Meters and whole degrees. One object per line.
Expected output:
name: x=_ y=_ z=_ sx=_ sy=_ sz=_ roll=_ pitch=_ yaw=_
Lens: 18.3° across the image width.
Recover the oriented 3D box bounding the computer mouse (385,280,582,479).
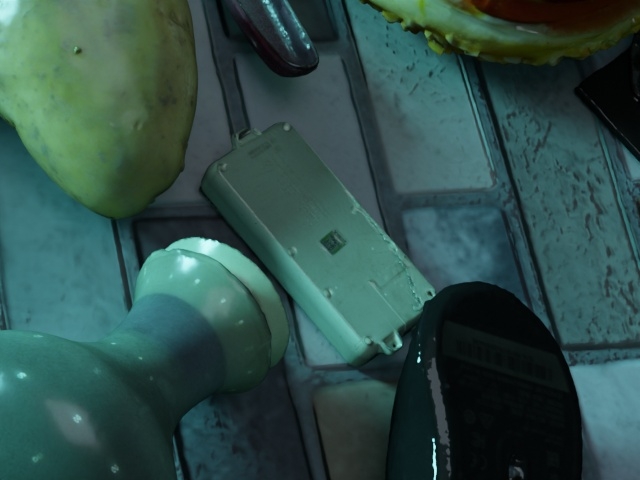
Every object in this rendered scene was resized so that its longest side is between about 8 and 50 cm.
computer mouse: x=0.101 y=0.162 z=1.308 sx=0.147 sy=0.088 sz=0.264 roll=20 pitch=55 yaw=-29

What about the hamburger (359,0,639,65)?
hamburger: x=0.153 y=-0.299 z=1.488 sx=0.330 sy=0.250 sz=0.330 roll=10 pitch=61 yaw=-19

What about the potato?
potato: x=-0.157 y=-0.134 z=1.361 sx=0.161 sy=0.128 sz=0.235 roll=-36 pitch=83 yaw=-16

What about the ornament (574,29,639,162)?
ornament: x=0.321 y=-0.149 z=1.501 sx=0.166 sy=0.196 sz=0.153 roll=47 pitch=56 yaw=10

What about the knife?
knife: x=-0.062 y=-0.232 z=1.486 sx=0.123 sy=0.053 sz=0.278 roll=-11 pitch=67 yaw=-30

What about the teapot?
teapot: x=-0.128 y=0.101 z=1.213 sx=0.183 sy=0.183 sz=0.251 roll=42 pitch=46 yaw=5

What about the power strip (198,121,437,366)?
power strip: x=0.000 y=0.000 z=1.390 sx=0.081 sy=0.035 sz=0.192 roll=-35 pitch=79 yaw=-33
